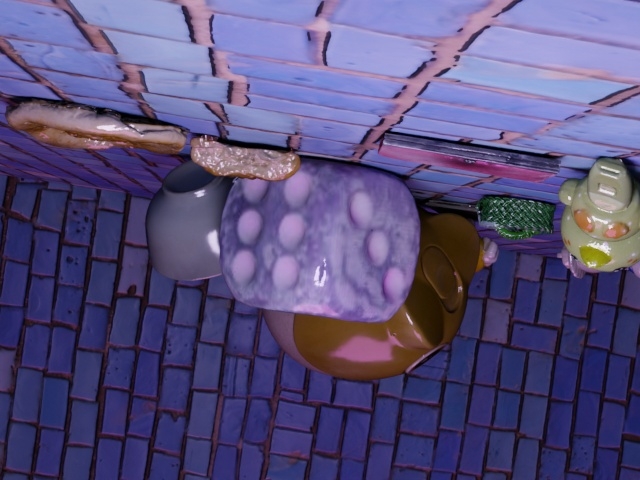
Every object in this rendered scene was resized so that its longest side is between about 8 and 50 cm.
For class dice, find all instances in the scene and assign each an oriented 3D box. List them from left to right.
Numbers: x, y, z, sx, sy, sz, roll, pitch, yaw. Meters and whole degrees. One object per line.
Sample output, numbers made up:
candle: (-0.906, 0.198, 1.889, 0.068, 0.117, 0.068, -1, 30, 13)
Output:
dice: (0.000, 0.000, 1.778, 0.270, 0.270, 0.271, 6, 177, 41)

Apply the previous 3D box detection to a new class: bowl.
bowl: (-0.225, -0.068, 1.929, 0.289, 0.146, 0.289, -14, -146, 10)

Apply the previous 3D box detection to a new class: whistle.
whistle: (0.387, -0.028, 1.350, 0.141, 0.141, 0.294, 8, 177, 21)

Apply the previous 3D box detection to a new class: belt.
belt: (0.372, -0.039, 1.894, 0.151, 0.079, 0.121, 9, 178, -11)

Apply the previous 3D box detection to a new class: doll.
doll: (0.294, -0.002, 2.355, 0.237, 0.111, 0.252, 28, 164, -18)
doll: (0.707, 0.037, 2.381, 0.293, 0.119, 0.138, 1, -170, 37)

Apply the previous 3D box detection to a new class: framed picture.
framed picture: (0.372, -0.059, 2.249, 0.231, 0.018, 0.293, 8, 178, 16)

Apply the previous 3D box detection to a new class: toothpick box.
toothpick box: (0.114, 0.108, 2.185, 0.425, 0.409, 0.408, -10, 166, 42)

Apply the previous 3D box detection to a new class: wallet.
wallet: (0.193, -0.111, 1.328, 0.232, 0.025, 0.119, 9, 179, -1)

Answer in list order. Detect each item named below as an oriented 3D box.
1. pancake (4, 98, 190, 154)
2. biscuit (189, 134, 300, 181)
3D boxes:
pancake: (-0.348, -0.173, 1.551, 0.282, 0.049, 0.282, 5, 179, 0)
biscuit: (-0.123, -0.130, 1.639, 0.183, 0.061, 0.118, 8, 180, 1)
